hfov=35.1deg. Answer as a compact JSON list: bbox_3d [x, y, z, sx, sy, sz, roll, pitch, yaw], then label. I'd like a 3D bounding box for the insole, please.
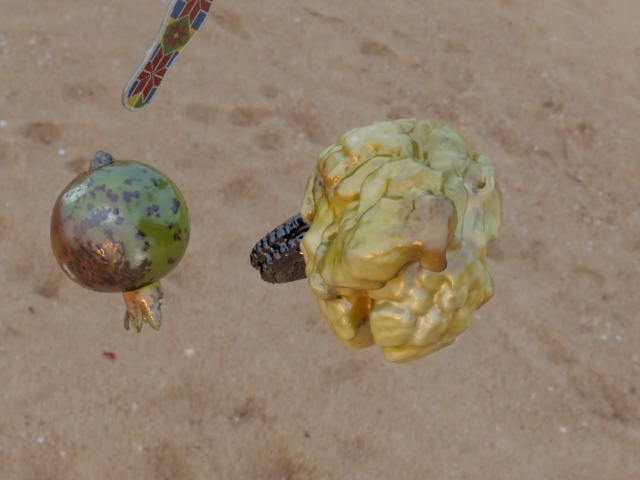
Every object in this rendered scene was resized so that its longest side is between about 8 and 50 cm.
[{"bbox_3d":[-0.159,-0.223,1.098,0.006,0.193,0.065,38,11,25],"label":"insole"}]

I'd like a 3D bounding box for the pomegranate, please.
[{"bbox_3d":[-0.279,0.004,1.413,0.198,0.246,0.198,3,38,-2],"label":"pomegranate"}]

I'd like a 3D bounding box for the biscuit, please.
[{"bbox_3d":[0.000,0.000,1.317,0.194,0.194,0.053,-17,72,-32],"label":"biscuit"}]

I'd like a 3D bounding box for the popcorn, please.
[{"bbox_3d":[0.082,0.001,1.080,0.225,0.265,0.332,7,9,5],"label":"popcorn"}]
